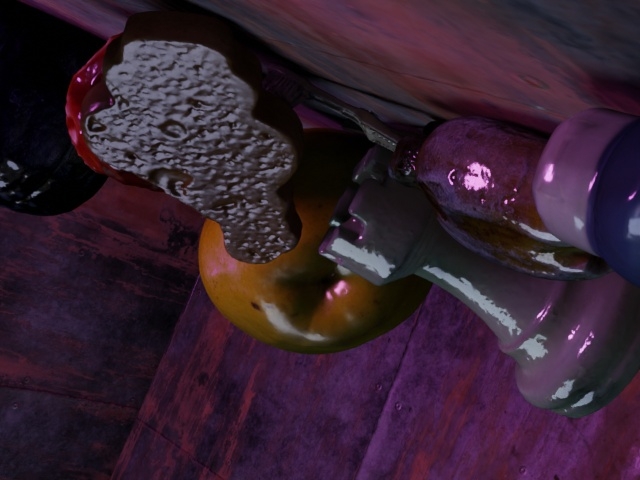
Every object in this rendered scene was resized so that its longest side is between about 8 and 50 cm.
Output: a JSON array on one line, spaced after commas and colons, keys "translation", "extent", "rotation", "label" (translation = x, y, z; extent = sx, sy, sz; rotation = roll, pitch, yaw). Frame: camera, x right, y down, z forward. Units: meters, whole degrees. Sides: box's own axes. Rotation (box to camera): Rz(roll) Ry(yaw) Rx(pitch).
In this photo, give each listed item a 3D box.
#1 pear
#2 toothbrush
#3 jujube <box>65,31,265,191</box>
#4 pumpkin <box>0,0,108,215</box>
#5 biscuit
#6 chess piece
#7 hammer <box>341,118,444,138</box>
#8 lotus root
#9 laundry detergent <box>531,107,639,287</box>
[{"translation": [0.000, 0.000, 1.216], "extent": [0.294, 0.294, 0.294], "rotation": [23, -179, 0], "label": "pear"}, {"translation": [0.060, -0.075, 0.826], "extent": [0.294, 0.028, 0.026], "rotation": [32, 162, 29], "label": "toothbrush"}, {"translation": [-0.137, -0.120, 1.036], "extent": [0.230, 0.155, 0.155], "rotation": [15, -174, -39], "label": "jujube"}, {"translation": [-0.441, -0.191, 1.422], "extent": [0.363, 0.266, 0.363], "rotation": [28, 180, 0], "label": "pumpkin"}, {"translation": [-0.098, -0.078, 0.906], "extent": [0.183, 0.047, 0.320], "rotation": [-7, 144, 25], "label": "biscuit"}, {"translation": [0.156, 0.026, 0.989], "extent": [0.299, 0.194, 0.194], "rotation": [27, 180, -7], "label": "chess piece"}, {"translation": [0.071, -0.096, 0.955], "extent": [0.058, 0.029, 0.292], "rotation": [25, -178, -20], "label": "hammer"}, {"translation": [0.125, -0.035, 0.703], "extent": [0.192, 0.088, 0.113], "rotation": [25, 165, 42], "label": "lotus root"}, {"translation": [0.203, 0.007, 0.422], "extent": [0.290, 0.094, 0.143], "rotation": [23, -176, 44], "label": "laundry detergent"}]
